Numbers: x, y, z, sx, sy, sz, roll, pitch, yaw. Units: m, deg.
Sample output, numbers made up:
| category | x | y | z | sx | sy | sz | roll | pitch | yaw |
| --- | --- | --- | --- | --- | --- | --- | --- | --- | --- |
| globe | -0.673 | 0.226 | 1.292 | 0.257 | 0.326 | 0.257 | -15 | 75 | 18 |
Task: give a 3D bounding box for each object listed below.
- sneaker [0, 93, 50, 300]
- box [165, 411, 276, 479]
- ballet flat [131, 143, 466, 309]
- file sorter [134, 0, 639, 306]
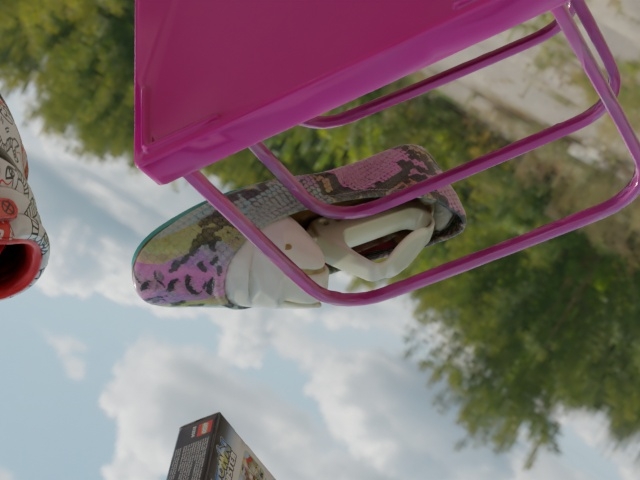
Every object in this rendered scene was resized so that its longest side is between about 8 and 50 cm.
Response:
| category | x | y | z | sx | sy | sz | roll | pitch | yaw |
| --- | --- | --- | --- | --- | --- | --- | --- | --- | --- |
| sneaker | -0.224 | -0.071 | 0.657 | 0.270 | 0.090 | 0.145 | 71 | 176 | -57 |
| box | -0.063 | 0.221 | 0.770 | 0.114 | 0.036 | 0.207 | 55 | -156 | -27 |
| ballet flat | 0.000 | 0.000 | 0.711 | 0.221 | 0.077 | 0.079 | -19 | -132 | -34 |
| file sorter | 0.035 | -0.139 | 0.644 | 0.182 | 0.202 | 0.291 | 46 | -151 | -46 |
